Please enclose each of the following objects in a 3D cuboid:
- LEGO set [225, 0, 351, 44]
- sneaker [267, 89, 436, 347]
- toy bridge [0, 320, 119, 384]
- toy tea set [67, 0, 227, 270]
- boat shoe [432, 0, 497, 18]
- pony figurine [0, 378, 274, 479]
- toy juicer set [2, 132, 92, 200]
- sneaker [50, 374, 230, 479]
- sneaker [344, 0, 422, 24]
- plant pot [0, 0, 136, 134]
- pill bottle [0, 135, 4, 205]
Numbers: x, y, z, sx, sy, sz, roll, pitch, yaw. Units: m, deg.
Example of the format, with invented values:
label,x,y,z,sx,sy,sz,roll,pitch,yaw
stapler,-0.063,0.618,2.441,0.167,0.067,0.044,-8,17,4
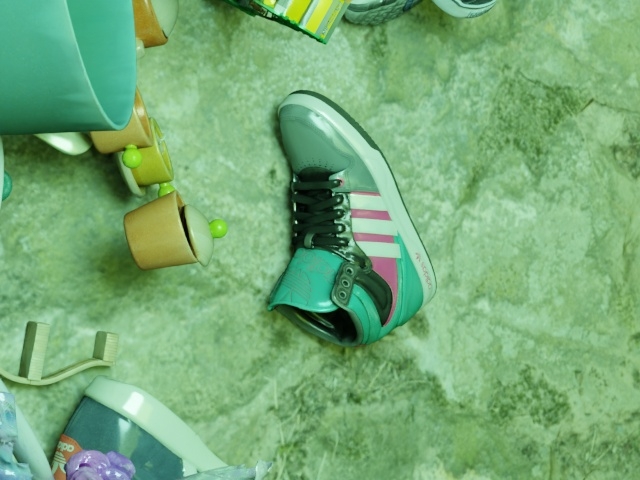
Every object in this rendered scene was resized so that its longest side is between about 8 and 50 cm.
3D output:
label,x,y,z,sx,sy,sz,roll,pitch,yaw
LEGO set,-0.068,-0.341,1.801,0.255,0.331,0.192,29,92,-17
sneaker,0.000,0.000,1.975,0.178,0.123,0.296,-46,116,-35
toy bridge,-0.288,0.113,1.831,0.188,0.026,0.063,11,87,-34
toy tea set,-0.162,-0.138,1.799,0.124,0.200,0.336,-17,103,4
boat shoe,0.085,-0.369,1.957,0.108,0.102,0.301,-38,79,-21
pony figurine,-0.255,0.284,1.681,0.363,0.351,0.303,52,39,-23
toy juicer set,-0.407,-0.070,1.718,0.329,0.089,0.209,-41,99,-18
sneaker,-0.137,0.290,1.888,0.350,0.131,0.148,39,75,-22
sneaker,0.114,-0.354,2.067,0.129,0.111,0.297,47,65,-2
plant pot,-0.303,-0.220,1.539,0.235,0.293,0.293,-9,98,5
pill bottle,-0.393,-0.057,1.609,0.208,0.119,0.119,5,88,-21
